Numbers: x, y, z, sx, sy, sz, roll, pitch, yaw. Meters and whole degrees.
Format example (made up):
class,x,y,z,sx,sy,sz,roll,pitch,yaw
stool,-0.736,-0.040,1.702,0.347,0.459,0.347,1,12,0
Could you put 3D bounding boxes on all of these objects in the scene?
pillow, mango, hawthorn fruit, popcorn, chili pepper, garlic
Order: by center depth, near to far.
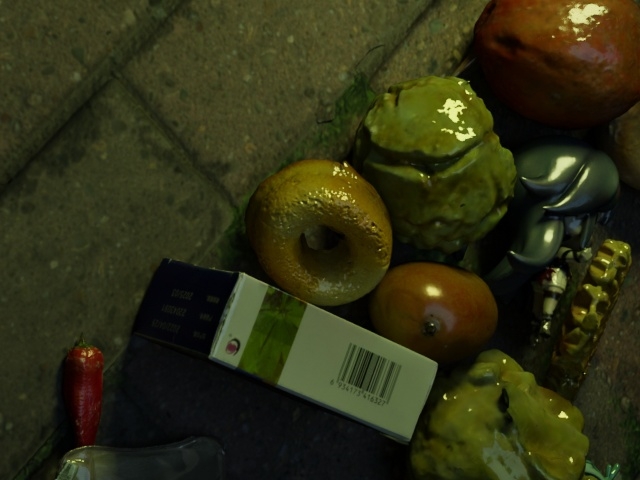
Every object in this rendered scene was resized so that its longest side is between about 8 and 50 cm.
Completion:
class,x,y,z,sx,sy,sz,roll,pitch,yaw
chili pepper,-0.272,0.195,1.587,0.045,0.027,0.178,1,95,-33
pillow,-0.209,0.295,1.621,0.232,0.038,0.131,-2,100,-35
popcorn,0.139,-0.095,1.740,0.204,0.184,0.221,-14,105,1
mango,0.151,0.088,1.753,0.221,0.151,0.120,-2,120,-56
popcorn,0.229,0.283,1.795,0.252,0.215,0.286,-42,96,-22
hawthorn fruit,0.297,-0.246,1.824,0.262,0.210,0.211,-3,95,-16
garlic,0.479,-0.149,1.955,0.245,0.164,0.145,56,49,-27

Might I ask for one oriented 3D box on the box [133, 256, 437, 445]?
class,x,y,z,sx,sy,sz,roll,pitch,yaw
box,-0.040,0.127,1.625,0.299,0.200,0.106,27,80,-31

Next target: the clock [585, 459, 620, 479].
class,x,y,z,sx,sy,sz,roll,pitch,yaw
clock,0.349,0.385,1.961,0.210,0.066,0.159,-12,99,-31

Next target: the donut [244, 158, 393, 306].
class,x,y,z,sx,sy,sz,roll,pitch,yaw
donut,0.001,0.000,1.672,0.174,0.075,0.190,-24,116,8

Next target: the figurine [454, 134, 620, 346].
class,x,y,z,sx,sy,sz,roll,pitch,yaw
figurine,0.295,-0.015,1.848,0.197,0.175,0.265,46,62,-20

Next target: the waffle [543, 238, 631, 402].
class,x,y,z,sx,sy,sz,roll,pitch,yaw
waffle,0.358,0.115,1.868,0.056,0.253,0.249,22,93,12
